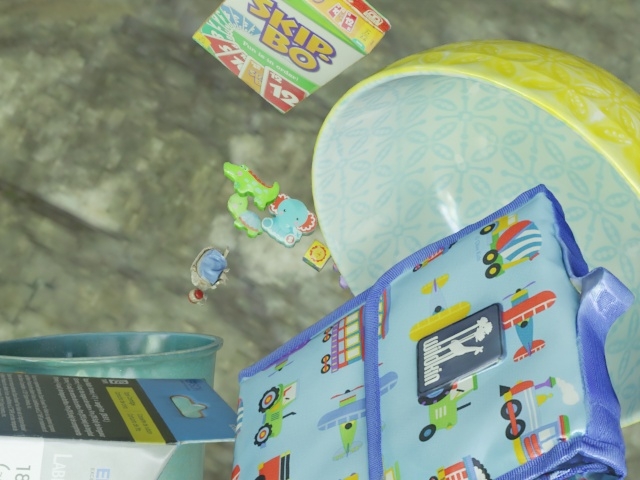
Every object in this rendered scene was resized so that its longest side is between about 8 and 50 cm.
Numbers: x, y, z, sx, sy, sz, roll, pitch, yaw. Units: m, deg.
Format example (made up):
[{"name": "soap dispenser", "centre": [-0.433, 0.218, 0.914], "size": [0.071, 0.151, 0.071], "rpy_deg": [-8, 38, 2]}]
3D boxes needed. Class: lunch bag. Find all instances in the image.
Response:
[{"name": "lunch bag", "centre": [0.080, 0.116, 0.804], "size": [0.138, 0.293, 0.221], "rpy_deg": [34, -148, -23]}]

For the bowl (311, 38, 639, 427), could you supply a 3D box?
[{"name": "bowl", "centre": [0.153, -0.028, 0.884], "size": [0.289, 0.289, 0.156], "rpy_deg": [35, -126, 17]}]

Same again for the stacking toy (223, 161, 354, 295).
[{"name": "stacking toy", "centre": [0.000, 0.000, 1.278], "size": [0.221, 0.052, 0.167], "rpy_deg": [35, 168, 3]}]

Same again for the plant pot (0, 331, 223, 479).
[{"name": "plant pot", "centre": [-0.300, 0.305, 1.772], "size": [0.341, 0.334, 0.341], "rpy_deg": [-1, -178, 0]}]

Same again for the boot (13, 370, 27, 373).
[{"name": "boot", "centre": [-0.402, 0.312, 1.595], "size": [0.104, 0.211, 0.295], "rpy_deg": [3, -109, -40]}]

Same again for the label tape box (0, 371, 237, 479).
[{"name": "label tape box", "centre": [-0.247, 0.188, 1.137], "size": [0.334, 0.106, 0.240], "rpy_deg": [5, -174, -17]}]

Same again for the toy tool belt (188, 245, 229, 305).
[{"name": "toy tool belt", "centre": [-0.154, 0.047, 1.808], "size": [0.052, 0.051, 0.083], "rpy_deg": [37, -129, -25]}]

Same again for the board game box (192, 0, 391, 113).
[{"name": "board game box", "centre": [-0.033, -0.196, 1.217], "size": [0.124, 0.039, 0.259], "rpy_deg": [39, 159, -11]}]
